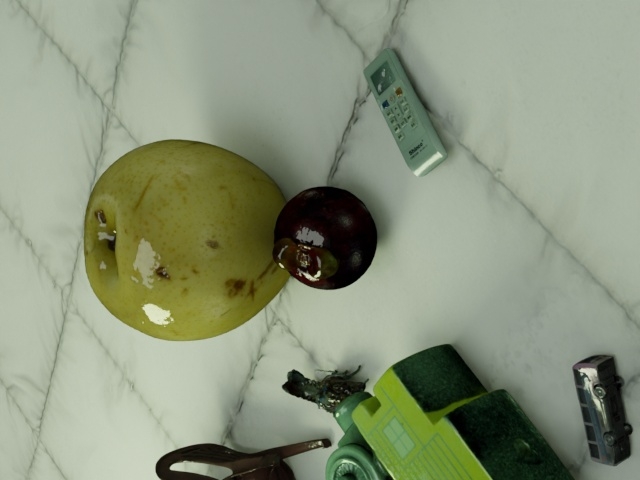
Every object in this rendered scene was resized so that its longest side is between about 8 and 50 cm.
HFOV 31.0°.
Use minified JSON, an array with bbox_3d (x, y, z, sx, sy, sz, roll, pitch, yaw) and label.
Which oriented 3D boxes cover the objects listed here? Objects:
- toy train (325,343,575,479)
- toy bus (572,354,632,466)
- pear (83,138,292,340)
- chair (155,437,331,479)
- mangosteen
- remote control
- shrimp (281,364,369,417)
[{"bbox_3d":[0.190,0.344,1.495,0.442,0.179,0.272,53,132,22],"label":"toy train"},{"bbox_3d":[0.332,0.199,1.361,0.052,0.037,0.131,2,109,55],"label":"toy bus"},{"bbox_3d":[-0.193,-0.003,1.710,0.309,0.309,0.309,25,124,42],"label":"pear"},{"bbox_3d":[-0.117,0.427,1.899,0.326,0.175,0.183,-13,88,49],"label":"chair"},{"bbox_3d":[0.000,0.000,1.583,0.152,0.152,0.153,25,124,42],"label":"mangosteen"},{"bbox_3d":[0.109,-0.163,1.472,0.061,0.029,0.162,-38,71,49],"label":"remote control"},{"bbox_3d":[0.018,0.224,1.748,0.174,0.076,0.082,2,67,55],"label":"shrimp"}]
